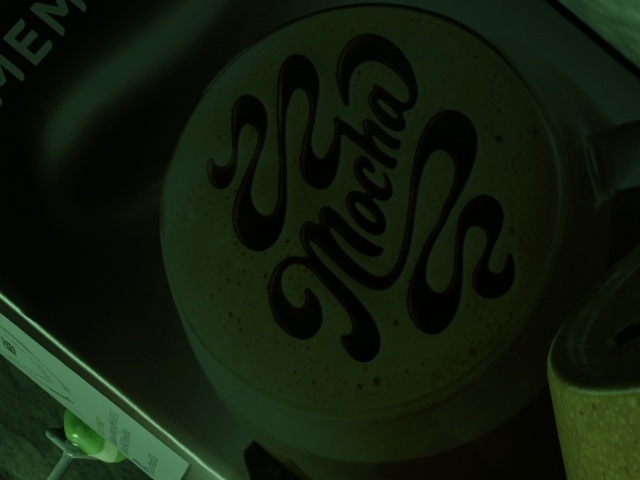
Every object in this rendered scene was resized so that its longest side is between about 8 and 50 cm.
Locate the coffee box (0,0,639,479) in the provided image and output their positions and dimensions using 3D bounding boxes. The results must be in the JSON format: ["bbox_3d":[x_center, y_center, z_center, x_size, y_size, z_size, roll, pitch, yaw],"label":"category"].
[{"bbox_3d":[0.000,0.000,0.529,0.297,0.168,0.119,39,166,-2],"label":"coffee box"}]

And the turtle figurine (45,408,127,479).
[{"bbox_3d":[-0.142,0.013,0.803,0.198,0.275,0.266,-103,-1,-59],"label":"turtle figurine"}]

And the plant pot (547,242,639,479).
[{"bbox_3d":[0.162,0.103,0.378,0.254,0.237,0.237,57,163,-10],"label":"plant pot"}]

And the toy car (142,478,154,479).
[{"bbox_3d":[0.064,0.119,0.805,0.225,0.053,0.239,4,-169,34],"label":"toy car"}]
